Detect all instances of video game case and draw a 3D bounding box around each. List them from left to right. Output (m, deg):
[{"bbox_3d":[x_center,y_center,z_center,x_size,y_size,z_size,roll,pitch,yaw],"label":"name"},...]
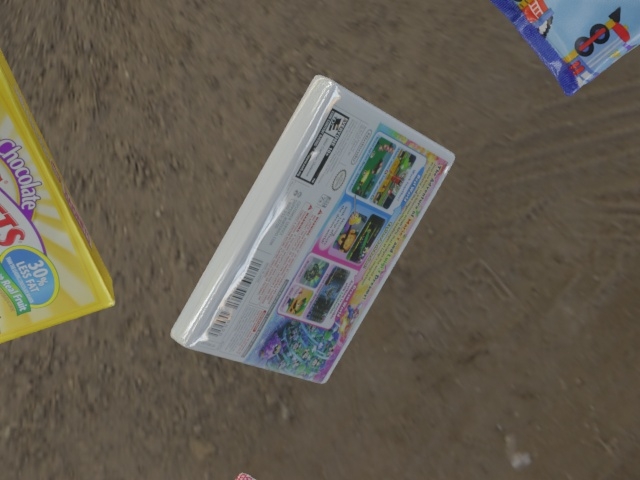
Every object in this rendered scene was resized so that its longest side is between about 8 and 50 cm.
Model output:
[{"bbox_3d":[0.000,0.000,0.841,0.143,0.019,0.157,23,98,-57],"label":"video game case"}]

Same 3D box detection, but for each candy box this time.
[{"bbox_3d":[-0.195,-0.022,0.845,0.105,0.027,0.206,-20,134,-1],"label":"candy box"}]

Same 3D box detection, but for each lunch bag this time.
[{"bbox_3d":[0.243,-0.257,1.084,0.221,0.293,0.138,-39,95,31],"label":"lunch bag"}]

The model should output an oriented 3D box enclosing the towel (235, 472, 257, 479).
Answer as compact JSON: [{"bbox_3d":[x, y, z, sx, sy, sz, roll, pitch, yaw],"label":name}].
[{"bbox_3d":[-0.013,0.181,0.494,0.144,0.197,0.029,39,131,-4],"label":"towel"}]
